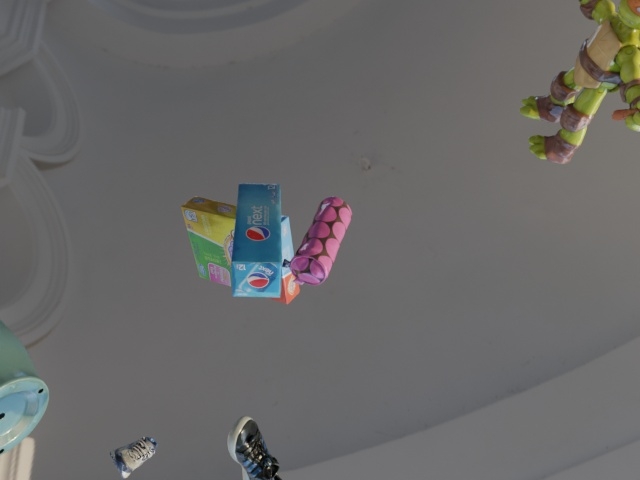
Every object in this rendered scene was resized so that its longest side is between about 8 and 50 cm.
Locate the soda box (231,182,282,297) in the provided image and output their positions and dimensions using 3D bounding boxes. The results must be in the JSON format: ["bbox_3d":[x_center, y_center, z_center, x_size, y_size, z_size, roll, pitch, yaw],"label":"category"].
[{"bbox_3d":[-0.096,-0.007,0.784,0.071,0.067,0.210,1,-144,-6],"label":"soda box"}]

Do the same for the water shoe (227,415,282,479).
[{"bbox_3d":[-0.113,0.412,0.964,0.080,0.203,0.073,9,-142,27],"label":"water shoe"}]

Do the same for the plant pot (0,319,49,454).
[{"bbox_3d":[-0.702,0.291,1.015,0.255,0.272,0.272,25,-110,21],"label":"plant pot"}]

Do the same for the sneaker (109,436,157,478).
[{"bbox_3d":[-0.324,0.371,0.893,0.058,0.135,0.052,-34,-96,-10],"label":"sneaker"}]

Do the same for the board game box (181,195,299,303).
[{"bbox_3d":[-0.216,0.023,1.376,0.316,0.242,0.064,13,-143,29],"label":"board game box"}]

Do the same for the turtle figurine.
[{"bbox_3d":[0.310,-0.206,0.574,0.087,0.217,0.270,-6,-117,-12],"label":"turtle figurine"}]

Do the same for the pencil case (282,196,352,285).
[{"bbox_3d":[0.000,0.000,1.098,0.095,0.098,0.209,27,-133,1],"label":"pencil case"}]
